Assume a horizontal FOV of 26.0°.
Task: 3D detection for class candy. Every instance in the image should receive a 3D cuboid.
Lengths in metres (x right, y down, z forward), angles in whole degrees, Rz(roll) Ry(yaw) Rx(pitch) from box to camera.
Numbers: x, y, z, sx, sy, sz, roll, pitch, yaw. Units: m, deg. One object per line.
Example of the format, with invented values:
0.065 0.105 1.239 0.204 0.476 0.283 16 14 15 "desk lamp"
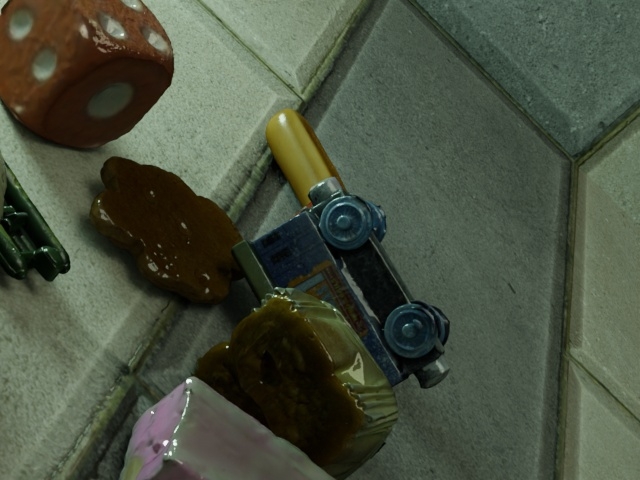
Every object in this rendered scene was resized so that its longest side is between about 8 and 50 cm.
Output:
-0.079 0.279 1.455 0.265 0.116 0.155 38 29 -16 "candy"

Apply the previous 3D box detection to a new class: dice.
-0.310 -0.239 1.782 0.174 0.175 0.179 6 47 -54 "dice"

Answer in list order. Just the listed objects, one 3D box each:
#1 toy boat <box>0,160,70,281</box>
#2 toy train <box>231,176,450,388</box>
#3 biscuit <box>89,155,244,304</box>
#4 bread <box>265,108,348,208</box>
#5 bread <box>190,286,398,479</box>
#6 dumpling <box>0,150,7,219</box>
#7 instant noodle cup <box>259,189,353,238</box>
-0.357 -0.037 1.550 0.210 0.052 0.104 55 28 15 "toy boat"
0.032 0.080 1.792 0.299 0.202 0.131 60 9 9 "toy train"
-0.195 -0.007 1.777 0.290 0.041 0.208 15 42 -54 "biscuit"
-0.012 -0.096 2.173 0.239 0.074 0.092 62 12 26 "bread"
-0.032 0.176 1.587 0.110 0.192 0.210 1 51 -56 "bread"
-0.439 -0.066 1.387 0.243 0.187 0.318 -8 38 -14 "dumpling"
-0.002 -0.001 1.971 0.127 0.136 0.127 36 26 -21 "instant noodle cup"
